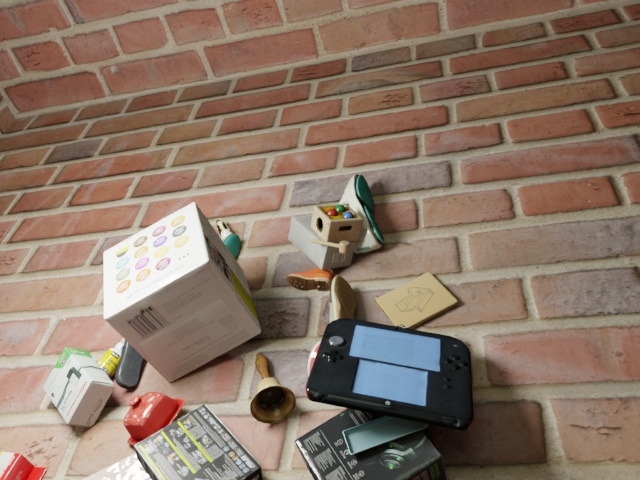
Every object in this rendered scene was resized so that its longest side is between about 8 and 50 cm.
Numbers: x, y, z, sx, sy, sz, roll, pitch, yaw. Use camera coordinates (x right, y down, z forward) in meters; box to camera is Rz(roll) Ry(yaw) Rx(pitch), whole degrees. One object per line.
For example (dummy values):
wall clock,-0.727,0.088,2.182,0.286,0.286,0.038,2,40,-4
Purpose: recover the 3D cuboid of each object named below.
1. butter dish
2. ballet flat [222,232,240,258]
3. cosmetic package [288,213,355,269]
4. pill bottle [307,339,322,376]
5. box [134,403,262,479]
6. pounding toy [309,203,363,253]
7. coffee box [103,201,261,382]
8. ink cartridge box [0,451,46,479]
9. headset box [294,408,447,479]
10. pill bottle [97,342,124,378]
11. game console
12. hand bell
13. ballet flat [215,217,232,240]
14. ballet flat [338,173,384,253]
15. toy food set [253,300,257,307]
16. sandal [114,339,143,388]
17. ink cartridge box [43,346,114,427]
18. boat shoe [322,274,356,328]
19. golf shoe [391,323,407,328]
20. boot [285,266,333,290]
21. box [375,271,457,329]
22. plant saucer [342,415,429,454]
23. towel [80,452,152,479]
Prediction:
butter dish,-0.487,0.481,1.687,0.160,0.118,0.160,-16,30,42
ballet flat,-0.362,0.066,2.188,0.087,0.083,0.247,-17,35,23
cosmetic package,0.000,0.000,2.082,0.127,0.107,0.238,-9,34,-33
pill bottle,0.086,0.355,1.642,0.222,0.124,0.124,10,47,29
box,-0.314,0.568,1.536,0.216,0.060,0.270,-27,42,-33
pounding toy,0.047,-0.044,1.967,0.181,0.094,0.206,-4,29,-27
coffee box,-0.430,0.156,1.862,0.338,0.338,0.334,-29,39,2
ink cartridge box,-0.906,0.667,1.679,0.231,0.078,0.134,-2,42,18
headset box,0.126,0.519,1.428,0.283,0.131,0.246,-29,40,-14
pill bottle,-0.670,0.387,1.932,0.065,0.065,0.116,9,46,29
game console,0.180,0.318,1.501,0.387,0.060,0.342,8,21,8
hand bell,-0.156,0.397,1.725,0.126,0.126,0.242,-22,26,-5
ballet flat,-0.373,-0.031,2.323,0.057,0.052,0.168,-28,41,-13
ballet flat,0.128,-0.100,2.175,0.139,0.139,0.400,-14,40,4
toy food set,-0.319,0.232,2.004,0.192,0.038,0.132,-2,42,18
sandal,-0.603,0.358,1.928,0.055,0.097,0.254,-29,31,31
ink cartridge box,-0.735,0.443,1.825,0.208,0.087,0.153,28,89,41
boat shoe,0.051,0.222,1.835,0.092,0.103,0.285,-40,31,25
golf shoe,0.203,0.279,1.739,0.198,0.077,0.094,25,44,31
boot,-0.034,0.123,2.019,0.158,0.059,0.084,5,40,13
box,0.291,0.188,1.844,0.201,0.021,0.164,-26,40,-10
plant saucer,0.151,0.440,1.394,0.192,0.018,0.067,-20,38,-3
towel,-0.478,0.693,1.497,0.317,0.053,0.332,-24,39,-15
